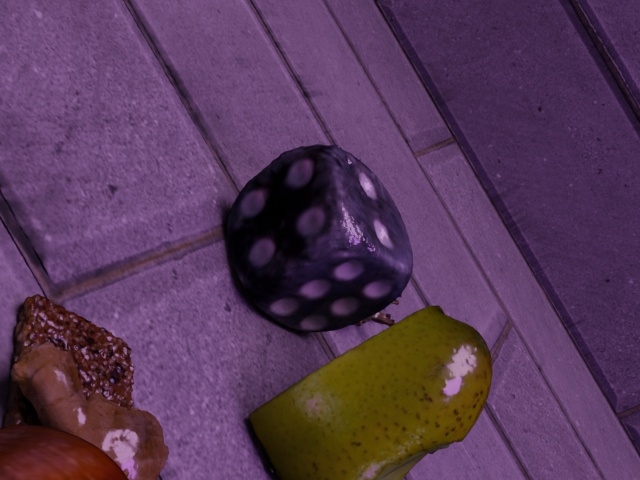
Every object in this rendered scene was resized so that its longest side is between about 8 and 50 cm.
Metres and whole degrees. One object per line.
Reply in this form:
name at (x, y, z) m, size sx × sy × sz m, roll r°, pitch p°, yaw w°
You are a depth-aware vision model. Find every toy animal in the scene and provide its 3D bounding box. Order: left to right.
toy animal at (0.091, 0.098, 1.362) m, size 0.220 × 0.086 × 0.069 m, roll 8°, pitch 94°, yaw -67°

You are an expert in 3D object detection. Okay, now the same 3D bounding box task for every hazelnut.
hazelnut at (-0.201, 0.197, 0.594) m, size 0.150 × 0.150 × 0.150 m, roll 45°, pitch 27°, yaw -31°

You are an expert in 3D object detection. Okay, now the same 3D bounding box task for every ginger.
ginger at (-0.175, 0.148, 0.710) m, size 0.096 × 0.067 × 0.165 m, roll -19°, pitch 79°, yaw -41°

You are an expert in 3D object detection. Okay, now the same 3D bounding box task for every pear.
pear at (0.090, 0.193, 1.042) m, size 0.159 × 0.292 × 0.292 m, roll 55°, pitch 22°, yaw 15°

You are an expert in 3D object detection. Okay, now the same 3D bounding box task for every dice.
dice at (0.000, 0.000, 1.159) m, size 0.181 × 0.182 × 0.183 m, roll 31°, pitch 35°, yaw -45°

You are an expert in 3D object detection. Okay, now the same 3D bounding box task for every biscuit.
biscuit at (-0.209, 0.159, 0.752) m, size 0.131 × 0.025 × 0.231 m, roll 37°, pitch 32°, yaw -41°
